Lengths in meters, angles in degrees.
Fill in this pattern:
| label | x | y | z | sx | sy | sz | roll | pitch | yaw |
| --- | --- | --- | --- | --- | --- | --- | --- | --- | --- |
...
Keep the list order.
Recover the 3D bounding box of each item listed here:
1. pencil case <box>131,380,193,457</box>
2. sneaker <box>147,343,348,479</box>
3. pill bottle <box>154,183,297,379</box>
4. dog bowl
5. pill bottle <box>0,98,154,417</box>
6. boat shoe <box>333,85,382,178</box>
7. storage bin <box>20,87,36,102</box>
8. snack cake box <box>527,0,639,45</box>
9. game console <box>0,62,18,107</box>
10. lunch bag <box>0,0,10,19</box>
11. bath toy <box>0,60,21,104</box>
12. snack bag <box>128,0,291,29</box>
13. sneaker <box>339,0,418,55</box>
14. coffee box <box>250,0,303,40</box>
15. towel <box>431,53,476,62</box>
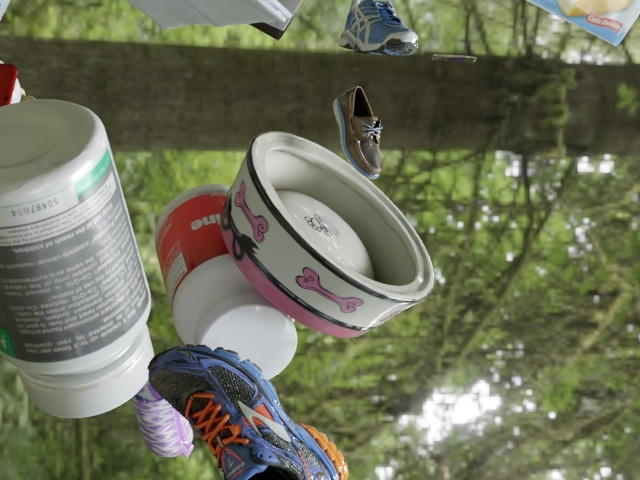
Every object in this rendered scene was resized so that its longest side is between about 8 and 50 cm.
| label | x | y | z | sx | sy | sz | roll | pitch | yaw |
| --- | --- | --- | --- | --- | --- | --- | --- | --- | --- |
| pencil case | -0.250 | 0.269 | 1.807 | 0.206 | 0.088 | 0.086 | 89 | 26 | -55 |
| sneaker | -0.068 | 0.178 | 1.033 | 0.083 | 0.221 | 0.087 | -45 | -171 | 35 |
| pill bottle | -0.173 | 0.081 | 2.110 | 0.407 | 0.229 | 0.229 | -116 | -150 | -56 |
| dog bowl | 0.000 | 0.000 | 1.993 | 0.150 | 0.408 | 0.408 | -48 | -147 | 24 |
| pill bottle | -0.321 | 0.030 | 1.375 | 0.204 | 0.204 | 0.361 | -107 | -173 | -54 |
| boat shoe | 0.075 | -0.200 | 2.063 | 0.066 | 0.066 | 0.183 | -43 | -121 | 42 |
| storage bin | -0.719 | -0.247 | 2.151 | 0.123 | 0.262 | 0.260 | 5 | -116 | 51 |
| snack cake box | 0.226 | -0.328 | 1.258 | 0.089 | 0.264 | 0.152 | -58 | -150 | 24 |
| game console | -0.472 | -0.161 | 1.514 | 0.124 | 0.085 | 0.144 | -36 | -138 | 55 |
| lunch bag | -0.682 | -0.441 | 1.912 | 0.108 | 0.279 | 0.224 | -63 | -175 | 8 |
| bath toy | -0.608 | -0.154 | 1.764 | 0.129 | 0.151 | 0.348 | -29 | -154 | 52 |
| snack bag | -0.265 | -0.434 | 1.842 | 0.342 | 0.323 | 0.037 | 7 | -108 | 43 |
| sneaker | 0.083 | -0.320 | 1.696 | 0.211 | 0.080 | 0.081 | -146 | -120 | -62 |
| coffee box | -0.179 | -0.547 | 2.267 | 0.119 | 0.297 | 0.168 | -54 | -161 | 30 |
| towel | 0.249 | -0.339 | 2.112 | 0.060 | 0.083 | 0.009 | -60 | 154 | -76 |
